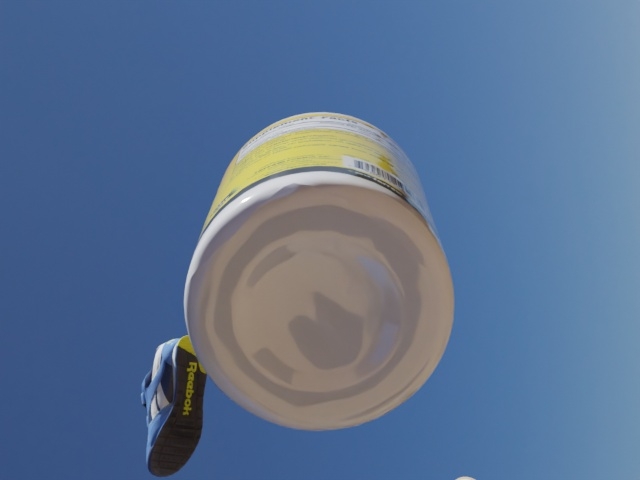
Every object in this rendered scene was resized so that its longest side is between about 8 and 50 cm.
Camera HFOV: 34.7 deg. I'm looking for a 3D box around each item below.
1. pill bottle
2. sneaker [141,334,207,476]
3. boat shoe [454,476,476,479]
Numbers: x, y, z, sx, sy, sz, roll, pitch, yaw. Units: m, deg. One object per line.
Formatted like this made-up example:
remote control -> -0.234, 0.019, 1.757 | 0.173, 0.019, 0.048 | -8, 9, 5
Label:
pill bottle -> 0.000, 0.000, 0.843 | 0.334, 0.188, 0.188 | -88, -8, -72
sneaker -> -0.154, 0.169, 1.051 | 0.053, 0.059, 0.144 | 25, -111, -43
boat shoe -> 0.195, 0.343, 1.000 | 0.092, 0.285, 0.102 | -22, -52, -27
